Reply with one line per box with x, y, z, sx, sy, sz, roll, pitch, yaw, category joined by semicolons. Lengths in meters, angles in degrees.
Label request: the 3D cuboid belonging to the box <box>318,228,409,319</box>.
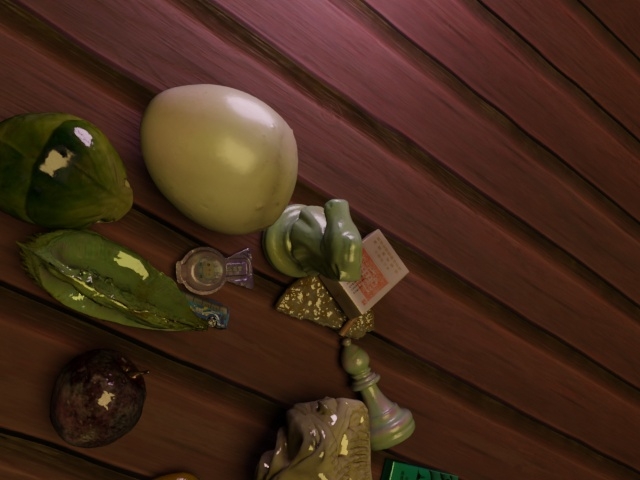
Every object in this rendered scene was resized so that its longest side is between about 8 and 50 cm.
0.108;0.080;1.670;0.201;0.058;0.141;-36;92;-37;box

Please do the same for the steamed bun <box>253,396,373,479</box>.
-0.032;0.527;1.513;0.394;0.237;0.347;-74;147;-44;steamed bun

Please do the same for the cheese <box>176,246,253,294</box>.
-0.231;0.065;1.519;0.190;0.042;0.105;-4;89;-38;cheese

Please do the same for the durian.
-0.387;0.079;1.335;0.394;0.198;0.163;31;66;-16;durian

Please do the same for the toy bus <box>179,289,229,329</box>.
-0.270;0.150;1.491;0.152;0.051;0.061;23;71;-27;toy bus

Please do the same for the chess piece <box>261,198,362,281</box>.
0.000;0.000;1.511;0.175;0.298;0.176;0;91;-29;chess piece

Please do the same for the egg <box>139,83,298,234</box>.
-0.205;-0.170;1.403;0.345;0.283;0.283;30;74;-24;egg

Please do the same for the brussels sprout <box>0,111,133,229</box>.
-0.488;-0.126;1.293;0.271;0.210;0.220;29;79;-42;brussels sprout

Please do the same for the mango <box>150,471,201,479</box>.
-0.323;0.543;1.436;0.160;0.076;0.103;-5;97;-22;mango

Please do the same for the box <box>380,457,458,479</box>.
0.246;0.666;1.777;0.226;0.042;0.161;21;79;-28;box

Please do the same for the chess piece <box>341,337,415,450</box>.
0.118;0.361;1.680;0.139;0.139;0.272;-24;89;-28;chess piece

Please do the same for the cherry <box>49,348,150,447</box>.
-0.427;0.307;1.319;0.195;0.195;0.195;1;88;-30;cherry

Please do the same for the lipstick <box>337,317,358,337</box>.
0.074;0.196;1.662;0.019;0.019;0.094;49;65;-20;lipstick

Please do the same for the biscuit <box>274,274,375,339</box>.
0.025;0.147;1.668;0.289;0.038;0.141;23;78;-29;biscuit
